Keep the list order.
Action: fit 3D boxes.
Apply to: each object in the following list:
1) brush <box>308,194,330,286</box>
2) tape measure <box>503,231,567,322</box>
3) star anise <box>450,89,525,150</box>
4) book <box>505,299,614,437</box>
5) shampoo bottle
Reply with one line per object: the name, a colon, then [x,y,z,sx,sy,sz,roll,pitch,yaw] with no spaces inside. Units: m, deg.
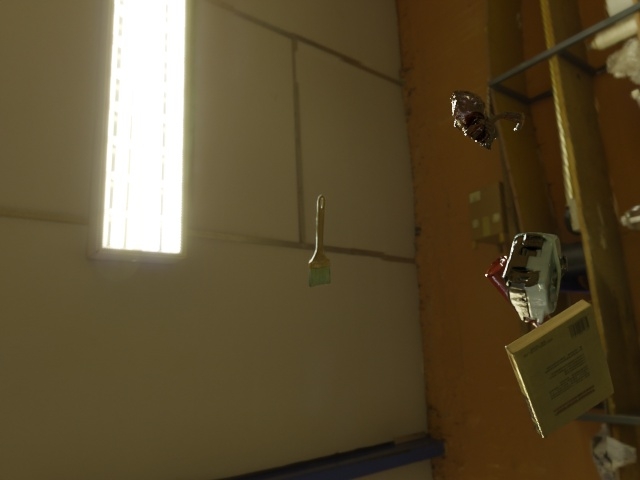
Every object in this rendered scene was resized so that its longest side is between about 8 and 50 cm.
brush: [0.000,0.000,1.121,0.083,0.011,0.205,-4,-84,-56]
tape measure: [0.461,0.070,1.062,0.182,0.107,0.181,55,-128,-43]
star anise: [0.558,-0.412,1.686,0.347,0.148,0.237,8,-133,-26]
book: [0.421,0.226,0.861,0.161,0.026,0.230,-30,-63,-4]
shampoo bottle: [0.742,0.204,1.841,0.314,0.076,0.118,48,-122,-9]
